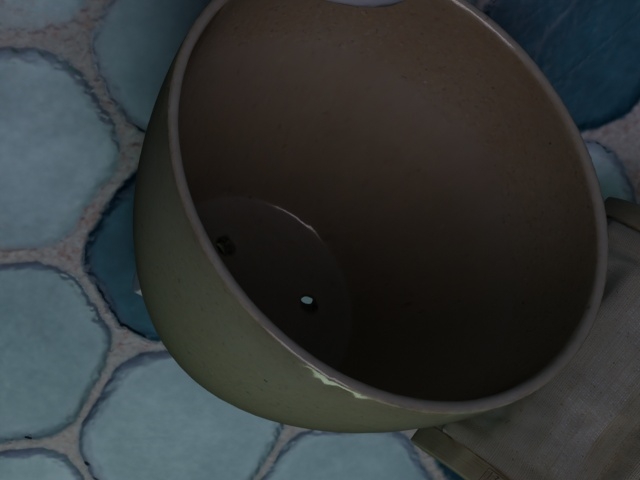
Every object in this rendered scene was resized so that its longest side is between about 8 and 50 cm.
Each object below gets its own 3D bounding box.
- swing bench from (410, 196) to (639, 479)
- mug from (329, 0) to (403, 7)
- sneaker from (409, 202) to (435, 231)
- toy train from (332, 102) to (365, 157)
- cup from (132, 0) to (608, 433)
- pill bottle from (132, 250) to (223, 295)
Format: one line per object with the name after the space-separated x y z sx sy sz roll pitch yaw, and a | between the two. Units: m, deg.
0.253 0.149 1.213 0.253 0.165 0.254 -50 128 -8 | swing bench
-0.004 -0.345 0.939 0.374 0.276 0.328 24 117 2 | mug
0.128 0.058 1.248 0.088 0.092 0.225 -23 118 1 | sneaker
0.018 -0.090 1.195 0.024 0.017 0.083 -25 119 14 | toy train
0.000 0.000 1.089 0.331 0.331 0.237 22 147 -20 | cup
-0.084 0.042 1.213 0.120 0.067 0.067 26 109 -22 | pill bottle
